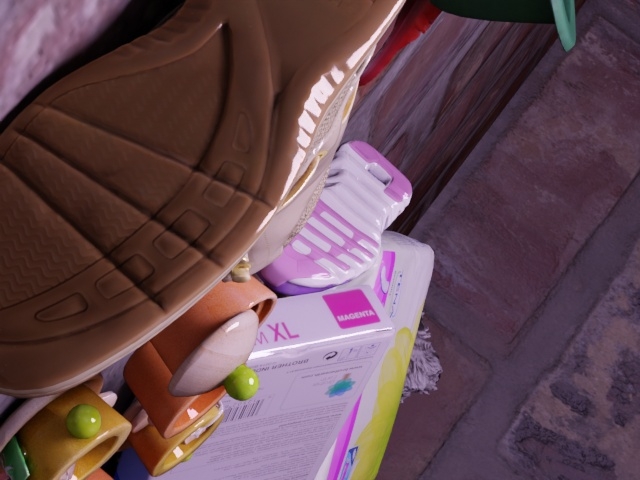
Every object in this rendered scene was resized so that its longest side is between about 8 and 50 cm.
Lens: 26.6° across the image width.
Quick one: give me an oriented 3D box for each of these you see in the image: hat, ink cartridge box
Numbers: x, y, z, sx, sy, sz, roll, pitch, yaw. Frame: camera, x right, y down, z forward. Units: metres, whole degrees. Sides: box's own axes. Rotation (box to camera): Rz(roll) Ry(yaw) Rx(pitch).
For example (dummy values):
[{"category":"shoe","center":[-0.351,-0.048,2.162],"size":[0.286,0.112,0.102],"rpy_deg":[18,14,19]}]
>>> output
[{"category":"hat","center":[0.074,-0.197,0.926],"size":[0.173,0.184,0.208],"rpy_deg":[-57,139,-66]},{"category":"ink cartridge box","center":[-0.072,0.165,1.171],"size":[0.186,0.065,0.311],"rpy_deg":[-8,141,-28]}]

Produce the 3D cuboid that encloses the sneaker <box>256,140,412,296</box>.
[{"category":"sneaker","center":[0.000,0.000,1.198],"size":[0.104,0.095,0.236],"rpy_deg":[-48,179,31]}]

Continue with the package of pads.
[{"category":"package of pads","center":[0.025,0.130,1.473],"size":[0.229,0.101,0.296],"rpy_deg":[5,100,-70]}]

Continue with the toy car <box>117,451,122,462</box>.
[{"category":"toy car","center":[-0.097,0.128,1.333],"size":[0.239,0.053,0.225],"rpy_deg":[-55,174,21]}]

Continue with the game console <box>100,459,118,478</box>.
[{"category":"game console","center":[-0.230,0.362,1.139],"size":[0.173,0.250,0.293],"rpy_deg":[-27,-179,15]}]

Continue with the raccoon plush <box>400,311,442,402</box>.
[{"category":"raccoon plush","center":[-0.046,0.211,1.843],"size":[0.446,0.216,0.299],"rpy_deg":[-16,156,-52]}]

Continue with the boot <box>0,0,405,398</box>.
[{"category":"boot","center":[-0.061,-0.018,0.578],"size":[0.262,0.095,0.203],"rpy_deg":[-55,177,-26]}]

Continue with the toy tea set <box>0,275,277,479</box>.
[{"category":"toy tea set","center":[-0.102,0.138,0.852],"size":[0.200,0.124,0.336],"rpy_deg":[-38,166,-24]}]

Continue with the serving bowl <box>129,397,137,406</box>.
[{"category":"serving bowl","center":[-0.134,0.131,1.180],"size":[0.083,0.027,0.083],"rpy_deg":[-52,175,-7]}]
